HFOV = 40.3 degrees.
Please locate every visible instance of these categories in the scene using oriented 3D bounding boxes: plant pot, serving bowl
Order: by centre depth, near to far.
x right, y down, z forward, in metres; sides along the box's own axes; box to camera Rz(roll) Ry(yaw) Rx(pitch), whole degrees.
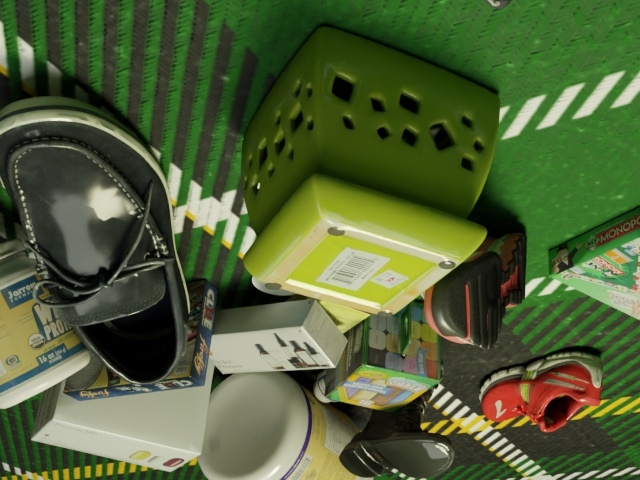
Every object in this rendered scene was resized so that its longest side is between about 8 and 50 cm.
[{"bbox_3d":[0.044,-0.053,0.939,0.227,0.207,0.228,16,148,-20],"label":"plant pot"},{"bbox_3d":[-0.059,0.052,1.301,0.083,0.027,0.083,4,149,2],"label":"serving bowl"}]

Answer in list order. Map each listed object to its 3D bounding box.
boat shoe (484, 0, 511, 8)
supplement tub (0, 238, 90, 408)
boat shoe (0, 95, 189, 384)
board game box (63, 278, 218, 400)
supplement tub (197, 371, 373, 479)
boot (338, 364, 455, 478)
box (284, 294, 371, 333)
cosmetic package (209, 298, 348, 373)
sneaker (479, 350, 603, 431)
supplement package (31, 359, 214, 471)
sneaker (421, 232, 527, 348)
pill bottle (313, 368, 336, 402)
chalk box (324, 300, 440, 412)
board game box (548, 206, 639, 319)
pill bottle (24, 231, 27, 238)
[{"bbox_3d":[0.084,-0.241,0.748,0.206,0.075,0.065,7,146,-13],"label":"boat shoe"},{"bbox_3d":[-0.423,0.113,1.199,0.144,0.144,0.200,-24,95,39],"label":"supplement tub"},{"bbox_3d":[-0.271,0.022,1.115,0.186,0.156,0.500,-10,141,-1],"label":"boat shoe"},{"bbox_3d":[-0.284,0.159,1.380,0.243,0.165,0.042,-10,146,25],"label":"board game box"},{"bbox_3d":[-0.059,0.409,1.692,0.241,0.241,0.331,-13,145,27],"label":"supplement tub"},{"bbox_3d":[0.156,0.291,1.496,0.263,0.229,0.091,-18,116,47],"label":"boot"},{"bbox_3d":[-0.006,0.118,1.376,0.087,0.058,0.232,19,146,-21],"label":"box"},{"bbox_3d":[-0.085,0.153,1.349,0.239,0.060,0.099,-10,127,39],"label":"cosmetic package"},{"bbox_3d":[0.380,0.283,1.538,0.107,0.118,0.279,20,146,-23],"label":"sneaker"},{"bbox_3d":[-0.339,0.267,1.529,0.261,0.204,0.145,20,146,-23],"label":"supplement package"},{"bbox_3d":[0.166,0.058,1.091,0.136,0.116,0.314,3,-171,25],"label":"sneaker"},{"bbox_3d":[0.033,0.255,1.590,0.067,0.067,0.120,17,147,-19],"label":"pill bottle"},{"bbox_3d":[0.108,0.169,1.374,0.132,0.132,0.213,15,149,-16],"label":"chalk box"},{"bbox_3d":[0.502,0.048,1.199,0.317,0.046,0.213,23,145,-28],"label":"board game box"},{"bbox_3d":[-0.366,0.010,1.237,0.065,0.065,0.116,-7,147,18],"label":"pill bottle"}]
